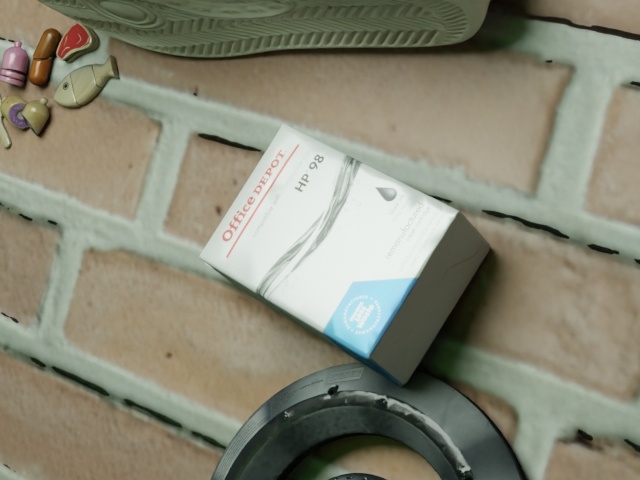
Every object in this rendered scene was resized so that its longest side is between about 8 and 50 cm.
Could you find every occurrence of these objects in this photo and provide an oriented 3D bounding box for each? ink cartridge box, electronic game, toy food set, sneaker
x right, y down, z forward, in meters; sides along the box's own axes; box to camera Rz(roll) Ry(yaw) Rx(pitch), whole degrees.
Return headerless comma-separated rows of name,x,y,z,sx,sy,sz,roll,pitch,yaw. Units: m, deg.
ink cartridge box,0.000,0.000,0.917,0.180,0.060,0.104,28,84,33
electronic game,0.022,0.187,0.894,0.229,0.048,0.229,-8,72,27
toy food set,-0.210,-0.124,1.110,0.122,0.019,0.078,-32,67,25
sneaker,-0.043,-0.208,0.961,0.350,0.131,0.148,5,79,28
